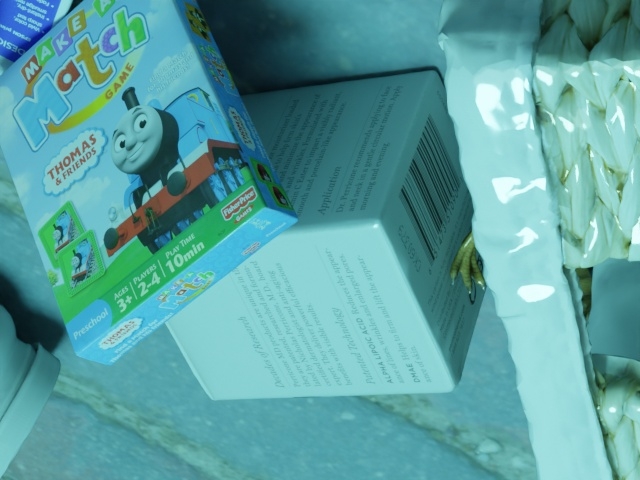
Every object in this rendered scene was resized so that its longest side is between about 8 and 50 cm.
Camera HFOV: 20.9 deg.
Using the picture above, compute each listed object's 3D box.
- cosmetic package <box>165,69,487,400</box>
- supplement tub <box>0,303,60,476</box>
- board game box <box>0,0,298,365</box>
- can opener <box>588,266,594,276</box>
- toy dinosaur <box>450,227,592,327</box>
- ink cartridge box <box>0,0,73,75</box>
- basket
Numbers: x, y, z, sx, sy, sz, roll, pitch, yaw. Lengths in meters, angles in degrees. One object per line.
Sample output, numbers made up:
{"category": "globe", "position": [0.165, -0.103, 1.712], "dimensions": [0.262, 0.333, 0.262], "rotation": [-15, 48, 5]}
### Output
{"category": "cosmetic package", "position": [0.000, 0.000, 1.143], "dimensions": [0.183, 0.151, 0.151], "rotation": [-5, 131, 27]}
{"category": "supplement tub", "position": [-0.361, 0.089, 1.352], "dimensions": [0.272, 0.191, 0.191], "rotation": [35, 136, -13]}
{"category": "board game box", "position": [-0.118, -0.055, 1.079], "dimensions": [0.160, 0.211, 0.039], "rotation": [-38, 148, 22]}
{"category": "can opener", "position": [0.251, 0.036, 1.073], "dimensions": [0.283, 0.095, 0.076], "rotation": [27, 110, 43]}
{"category": "toy dinosaur", "position": [0.132, -0.022, 1.082], "dimensions": [0.064, 0.211, 0.112], "rotation": [3, 153, -40]}
{"category": "ink cartridge box", "position": [-0.251, -0.201, 1.122], "dimensions": [0.206, 0.045, 0.208], "rotation": [28, 138, -5]}
{"category": "basket", "position": [0.234, -0.064, 0.856], "dimensions": [0.266, 0.331, 0.328], "rotation": [0, 133, 20]}
